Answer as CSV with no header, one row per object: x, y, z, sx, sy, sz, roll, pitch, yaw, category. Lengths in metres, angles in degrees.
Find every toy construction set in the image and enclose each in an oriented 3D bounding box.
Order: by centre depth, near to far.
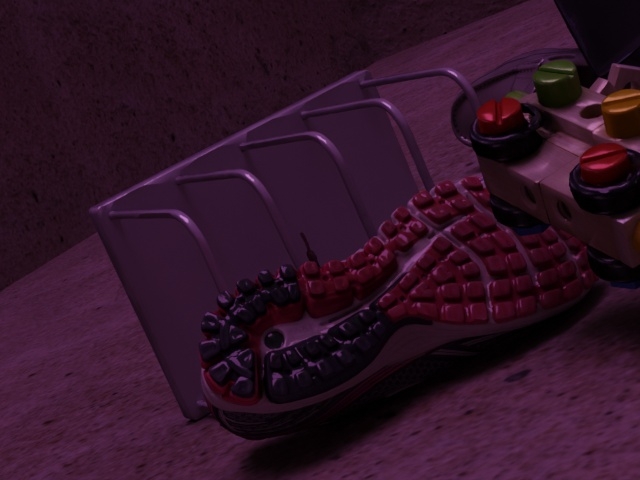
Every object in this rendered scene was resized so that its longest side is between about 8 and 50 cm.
0.228,-0.061,0.996,0.215,0.151,0.328,-32,19,-18,toy construction set

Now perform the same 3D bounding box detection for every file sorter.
0.000,0.000,1.241,0.278,0.192,0.173,-29,14,-25,file sorter

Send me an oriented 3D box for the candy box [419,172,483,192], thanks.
0.148,-0.044,1.582,0.206,0.027,0.105,-16,10,41,candy box

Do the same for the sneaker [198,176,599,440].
0.053,0.047,1.096,0.299,0.120,0.112,-18,-28,-13,sneaker

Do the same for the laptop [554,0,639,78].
0.429,-0.335,1.583,0.382,0.236,0.408,-39,-21,20,laptop

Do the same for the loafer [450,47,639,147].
0.249,-0.151,1.655,0.111,0.112,0.319,-22,6,-40,loafer
